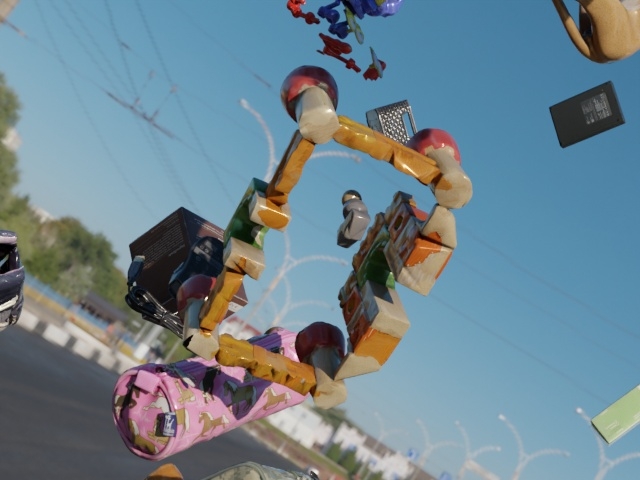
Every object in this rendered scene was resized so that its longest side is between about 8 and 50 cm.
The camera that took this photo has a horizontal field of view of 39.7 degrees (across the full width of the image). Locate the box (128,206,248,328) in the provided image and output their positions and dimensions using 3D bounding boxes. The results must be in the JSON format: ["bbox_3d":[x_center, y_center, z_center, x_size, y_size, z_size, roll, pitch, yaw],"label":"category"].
[{"bbox_3d":[-0.288,0.071,1.919,0.168,0.167,0.203,33,31,-48],"label":"box"}]

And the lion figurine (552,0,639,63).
[{"bbox_3d":[0.499,-0.346,1.326,0.142,0.392,0.240,-107,-178,-72],"label":"lion figurine"}]

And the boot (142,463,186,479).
[{"bbox_3d":[-0.275,0.501,1.355,0.220,0.283,0.109,46,1,34],"label":"boot"}]

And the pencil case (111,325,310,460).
[{"bbox_3d":[-0.175,0.261,1.571,0.167,0.160,0.386,-25,-10,39],"label":"pencil case"}]

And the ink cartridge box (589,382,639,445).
[{"bbox_3d":[0.570,0.303,1.607,0.056,0.171,0.235,53,4,23],"label":"ink cartridge box"}]

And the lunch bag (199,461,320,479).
[{"bbox_3d":[-0.052,0.442,1.100,0.256,0.212,0.305,36,29,-51],"label":"lunch bag"}]

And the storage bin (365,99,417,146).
[{"bbox_3d":[0.177,-0.276,2.199,0.180,0.084,0.122,-135,-151,-82],"label":"storage bin"}]

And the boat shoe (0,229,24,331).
[{"bbox_3d":[-0.507,0.051,1.016,0.158,0.340,0.127,-47,-121,49],"label":"boat shoe"}]

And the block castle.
[{"bbox_3d":[0.000,0.000,1.331,0.303,0.453,0.213,23,20,-16],"label":"block castle"}]

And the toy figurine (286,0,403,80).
[{"bbox_3d":[0.050,-0.467,1.488,0.191,0.217,0.362,33,-9,40],"label":"toy figurine"}]

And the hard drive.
[{"bbox_3d":[0.540,-0.255,1.798,0.135,0.094,0.022,-22,-22,30],"label":"hard drive"}]

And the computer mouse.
[{"bbox_3d":[-0.277,0.074,1.698,0.184,0.262,0.060,33,-48,-14],"label":"computer mouse"}]
